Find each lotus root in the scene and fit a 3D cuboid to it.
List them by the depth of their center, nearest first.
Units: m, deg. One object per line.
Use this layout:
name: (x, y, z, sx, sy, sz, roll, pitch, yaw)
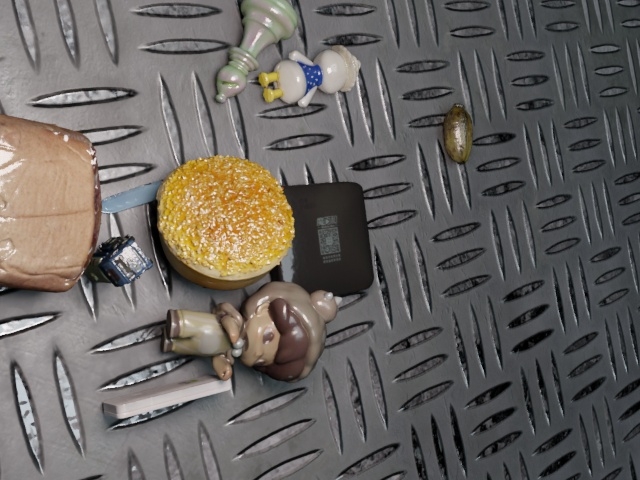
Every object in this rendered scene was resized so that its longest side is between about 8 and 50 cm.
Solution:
lotus root: (0.400, -0.311, 1.970, 0.089, 0.080, 0.179, -2, 92, -50)

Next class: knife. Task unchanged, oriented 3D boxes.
knife: (-0.340, -0.110, 1.451, 0.313, 0.019, 0.044, -22, 92, -35)

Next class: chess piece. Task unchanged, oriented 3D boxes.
chess piece: (-0.168, -0.432, 1.549, 0.139, 0.139, 0.271, 34, 77, -29)

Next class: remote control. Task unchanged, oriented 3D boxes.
remote control: (-0.311, 0.317, 1.383, 0.250, 0.103, 0.034, -8, 89, -37)

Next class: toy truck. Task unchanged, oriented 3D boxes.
toy truck: (-0.395, 0.042, 1.282, 0.088, 0.202, 0.074, -42, 111, -27)

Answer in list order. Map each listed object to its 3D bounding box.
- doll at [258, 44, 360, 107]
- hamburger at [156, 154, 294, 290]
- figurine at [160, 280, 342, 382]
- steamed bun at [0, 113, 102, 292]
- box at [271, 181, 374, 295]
doll: (-0.018, -0.407, 1.658, 0.293, 0.119, 0.138, -23, 108, -30)
hamburger: (-0.199, -0.040, 1.393, 0.302, 0.170, 0.302, 9, 52, -11)
figurine: (-0.149, 0.199, 1.457, 0.380, 0.203, 0.248, 3, 119, -26)
steamed bun: (-0.541, -0.065, 1.199, 0.251, 0.199, 0.301, 5, 93, -53)
box: (0.000, 0.000, 1.656, 0.290, 0.073, 0.289, -9, 92, -37)
